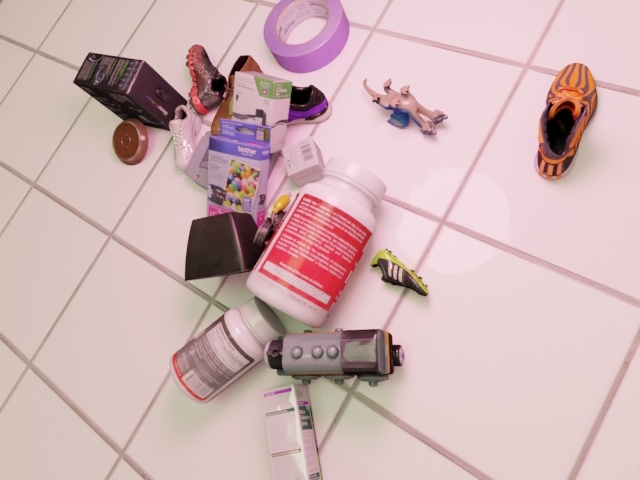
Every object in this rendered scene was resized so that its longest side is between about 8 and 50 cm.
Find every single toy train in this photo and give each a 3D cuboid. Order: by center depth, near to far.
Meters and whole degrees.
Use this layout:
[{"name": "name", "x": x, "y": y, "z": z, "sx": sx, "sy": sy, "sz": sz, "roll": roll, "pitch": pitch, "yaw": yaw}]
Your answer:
[{"name": "toy train", "x": 0.029, "y": 0.275, "z": 1.158, "sx": 0.334, "sy": 0.190, "sz": 0.142, "roll": -5, "pitch": 70, "yaw": 19}]

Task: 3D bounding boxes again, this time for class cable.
[{"name": "cable", "x": -0.149, "y": -0.040, "z": 1.311, "sx": 0.072, "sy": 0.287, "sz": 0.139, "roll": 36, "pitch": 114, "yaw": 1}]

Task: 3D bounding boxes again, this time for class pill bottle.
[{"name": "pill bottle", "x": 0.000, "y": 0.000, "z": 1.243, "sx": 0.229, "sy": 0.229, "sz": 0.407, "roll": 27, "pitch": 83, "yaw": 26}, {"name": "pill bottle", "x": -0.243, "y": 0.286, "z": 1.275, "sx": 0.283, "sy": 0.161, "sz": 0.161, "roll": -39, "pitch": 63, "yaw": 4}]

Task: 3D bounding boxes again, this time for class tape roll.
[{"name": "tape roll", "x": -0.047, "y": -0.696, "z": 1.583, "sx": 0.275, "sy": 0.090, "sz": 0.274, "roll": -7, "pitch": 69, "yaw": 18}]

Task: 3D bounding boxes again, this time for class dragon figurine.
[{"name": "dragon figurine", "x": 0.226, "y": -0.381, "z": 1.370, "sx": 0.289, "sy": 0.144, "sz": 0.085, "roll": 33, "pitch": 87, "yaw": 46}]

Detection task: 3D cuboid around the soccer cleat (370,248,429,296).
[{"name": "soccer cleat", "x": 0.203, "y": 0.094, "z": 1.234, "sx": 0.072, "sy": 0.060, "sz": 0.179, "roll": -52, "pitch": 56, "yaw": 8}]

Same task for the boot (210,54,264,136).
[{"name": "boot", "x": -0.288, "y": -0.471, "z": 1.560, "sx": 0.112, "sy": 0.115, "sz": 0.305, "roll": 16, "pitch": 71, "yaw": 22}]

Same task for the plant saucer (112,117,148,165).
[{"name": "plant saucer", "x": -0.684, "y": -0.353, "z": 1.705, "sx": 0.168, "sy": 0.029, "sz": 0.168, "roll": 2, "pitch": 94, "yaw": 24}]

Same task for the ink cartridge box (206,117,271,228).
[{"name": "ink cartridge box", "x": -0.244, "y": -0.189, "z": 1.408, "sx": 0.186, "sy": 0.065, "sz": 0.311, "roll": 16, "pitch": 110, "yaw": 23}]

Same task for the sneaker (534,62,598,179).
[{"name": "sneaker", "x": 0.603, "y": -0.320, "z": 1.153, "sx": 0.125, "sy": 0.180, "sz": 0.321, "roll": 11, "pitch": 76, "yaw": 23}]

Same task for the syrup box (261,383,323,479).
[{"name": "syrup box", "x": -0.071, "y": 0.480, "z": 1.178, "sx": 0.096, "sy": 0.093, "sz": 0.236, "roll": -16, "pitch": 67, "yaw": 15}]

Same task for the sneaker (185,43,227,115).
[{"name": "sneaker", "x": -0.390, "y": -0.572, "z": 1.665, "sx": 0.135, "sy": 0.097, "sz": 0.276, "roll": -16, "pitch": 69, "yaw": 16}]

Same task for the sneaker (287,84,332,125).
[{"name": "sneaker", "x": -0.123, "y": -0.418, "z": 1.482, "sx": 0.293, "sy": 0.146, "sz": 0.102, "roll": -12, "pitch": 68, "yaw": 16}]

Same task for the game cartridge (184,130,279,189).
[{"name": "game cartridge", "x": -0.288, "y": -0.237, "z": 1.535, "sx": 0.294, "sy": 0.060, "sz": 0.196, "roll": 18, "pitch": 76, "yaw": 25}]

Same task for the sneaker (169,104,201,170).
[{"name": "sneaker", "x": -0.470, "y": -0.349, "z": 1.606, "sx": 0.090, "sy": 0.115, "sz": 0.232, "roll": -9, "pitch": 69, "yaw": 18}]

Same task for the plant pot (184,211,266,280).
[{"name": "plant pot", "x": -0.263, "y": 0.014, "z": 1.339, "sx": 0.188, "sy": 0.187, "sz": 0.167, "roll": -11, "pitch": 86, "yaw": 17}]

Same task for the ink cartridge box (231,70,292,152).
[{"name": "ink cartridge box", "x": -0.177, "y": -0.375, "z": 1.404, "sx": 0.153, "sy": 0.087, "sz": 0.208, "roll": 22, "pitch": 118, "yaw": 26}]

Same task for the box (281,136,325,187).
[{"name": "box", "x": -0.047, "y": -0.232, "z": 1.421, "sx": 0.102, "sy": 0.087, "sz": 0.101, "roll": -20, "pitch": 66, "yaw": 14}]

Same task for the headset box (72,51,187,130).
[{"name": "headset box", "x": -0.643, "y": -0.510, "z": 1.654, "sx": 0.283, "sy": 0.246, "sz": 0.131, "roll": 17, "pitch": 79, "yaw": 26}]
